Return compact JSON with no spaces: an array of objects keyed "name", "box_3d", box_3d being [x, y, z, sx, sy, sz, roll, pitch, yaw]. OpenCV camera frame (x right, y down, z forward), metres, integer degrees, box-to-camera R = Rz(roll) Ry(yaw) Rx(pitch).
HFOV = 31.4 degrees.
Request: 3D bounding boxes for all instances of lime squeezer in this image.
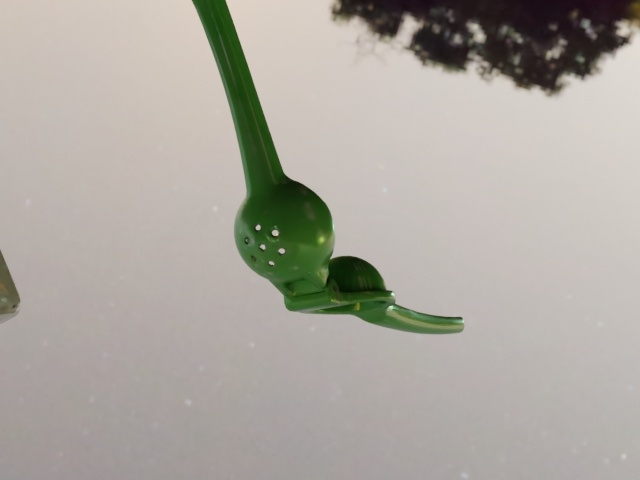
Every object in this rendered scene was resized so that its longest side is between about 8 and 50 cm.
[{"name":"lime squeezer","box_3d":[0.000,0.000,0.655,0.310,0.059,0.110,51,-158,-35]}]

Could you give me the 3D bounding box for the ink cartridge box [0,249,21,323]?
[{"name":"ink cartridge box","box_3d":[-0.361,-0.014,0.444,0.385,0.279,0.160,-25,174,6]}]
